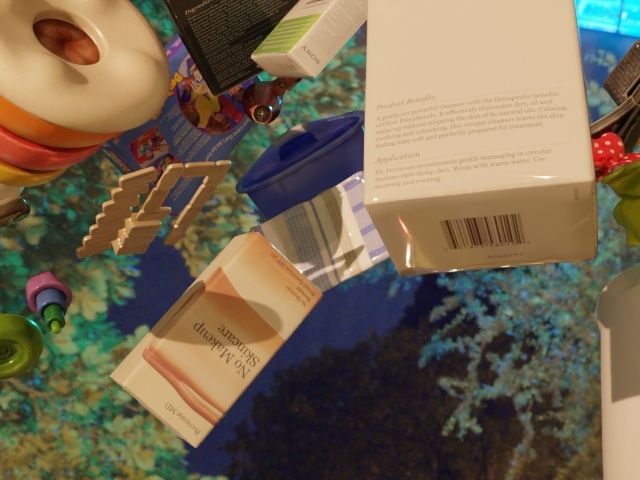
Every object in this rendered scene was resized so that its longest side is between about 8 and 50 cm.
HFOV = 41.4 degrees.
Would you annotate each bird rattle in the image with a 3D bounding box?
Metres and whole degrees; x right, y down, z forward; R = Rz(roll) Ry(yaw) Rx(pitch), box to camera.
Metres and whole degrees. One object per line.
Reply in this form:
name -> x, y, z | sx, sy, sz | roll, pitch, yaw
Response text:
bird rattle -> 0.523, -0.092, 1.347 | 0.253, 0.206, 0.143 | -76, -18, -71

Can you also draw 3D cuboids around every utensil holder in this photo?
utensil holder -> 0.603, 0.265, 1.322 | 0.328, 0.327, 0.385 | 75, -157, -51

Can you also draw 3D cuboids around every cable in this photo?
cable -> 0.529, -0.235, 1.452 | 0.287, 0.139, 0.072 | 100, 163, -52

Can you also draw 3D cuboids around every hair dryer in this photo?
hair dryer -> -0.075, -0.322, 1.647 | 0.223, 0.080, 0.293 | -40, 20, 51

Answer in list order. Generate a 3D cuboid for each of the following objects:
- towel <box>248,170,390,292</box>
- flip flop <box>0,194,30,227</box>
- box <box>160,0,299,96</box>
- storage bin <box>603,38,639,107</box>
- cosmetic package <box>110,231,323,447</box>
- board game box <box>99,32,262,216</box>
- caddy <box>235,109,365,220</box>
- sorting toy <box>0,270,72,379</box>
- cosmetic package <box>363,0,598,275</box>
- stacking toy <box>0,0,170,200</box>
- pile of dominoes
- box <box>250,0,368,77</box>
towel -> 0.000, 0.000, 1.728 | 0.034, 0.285, 0.209 | 41, -154, -59
flip flop -> -0.443, -0.042, 0.981 | 0.112, 0.277, 0.080 | -27, -66, -43
box -> -0.194, -0.483, 1.415 | 0.212, 0.294, 0.395 | -29, -17, -2
storage bin -> 0.628, -0.287, 1.551 | 0.180, 0.084, 0.122 | 4, -43, -29
cosmetic package -> -0.155, 0.144, 1.280 | 0.296, 0.153, 0.129 | -51, 14, -16
board game box -> -0.277, -0.255, 1.731 | 0.347, 0.078, 0.233 | -53, -55, -21
caddy -> -0.027, -0.172, 1.909 | 0.179, 0.341, 0.241 | 58, -174, -17
sorting toy -> -0.498, 0.214, 1.297 | 0.365, 0.126, 0.127 | -47, -49, 13
cosmetic package -> 0.152, -0.167, 0.818 | 0.155, 0.196, 0.366 | 57, -147, -57
stacking toy -> -0.502, -0.201, 1.448 | 0.480, 0.350, 0.350 | -46, -4, 39
pile of dominoes -> -0.285, -0.060, 1.403 | 0.196, 0.040, 0.251 | -7, -31, -41
box -> 0.044, -0.371, 1.237 | 0.058, 0.232, 0.322 | 43, -94, -20
